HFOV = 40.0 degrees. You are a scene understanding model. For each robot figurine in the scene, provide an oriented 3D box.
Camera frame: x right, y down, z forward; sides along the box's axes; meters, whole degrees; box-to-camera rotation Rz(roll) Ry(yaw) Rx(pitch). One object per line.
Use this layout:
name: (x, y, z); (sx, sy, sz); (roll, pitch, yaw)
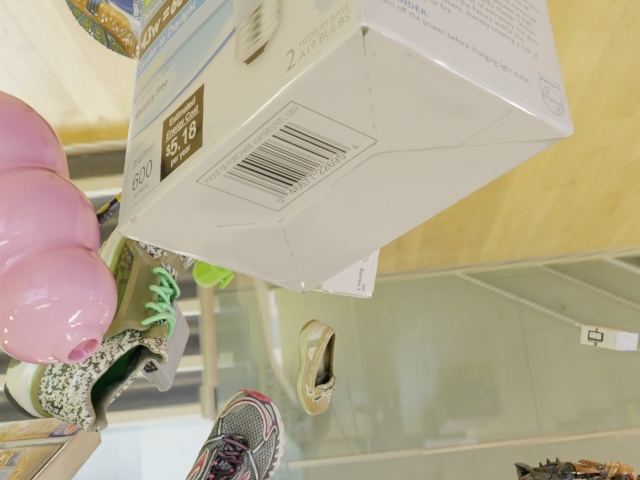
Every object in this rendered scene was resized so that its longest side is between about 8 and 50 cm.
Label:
robot figurine: (-0.242, 0.064, 1.974); (0.101, 0.067, 0.115); (43, 135, -15)

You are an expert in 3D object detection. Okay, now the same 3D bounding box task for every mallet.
mallet: (-0.223, -0.046, 1.013); (0.062, 0.190, 0.039); (35, 170, 41)

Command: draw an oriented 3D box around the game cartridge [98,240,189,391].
game cartridge: (-0.375, 0.145, 1.838); (0.062, 0.198, 0.297); (-16, 122, 22)

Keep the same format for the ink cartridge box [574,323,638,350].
ink cartridge box: (0.423, 0.145, 1.311); (0.048, 0.028, 0.083); (8, 179, -34)

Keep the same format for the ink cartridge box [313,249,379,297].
ink cartridge box: (0.000, 0.000, 1.778); (0.117, 0.201, 0.278); (9, 178, -29)

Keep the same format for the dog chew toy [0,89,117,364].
dog chew toy: (-0.329, -0.008, 0.916); (0.206, 0.332, 0.206); (-32, 155, -17)

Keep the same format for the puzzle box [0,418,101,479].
puzzle box: (-0.490, 0.339, 1.185); (0.272, 0.052, 0.409); (-6, -171, 5)

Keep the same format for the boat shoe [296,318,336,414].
boat shoe: (0.001, 0.188, 1.259); (0.048, 0.153, 0.056); (18, -153, 37)

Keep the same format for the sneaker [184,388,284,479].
sneaker: (-0.147, 0.370, 1.324); (0.121, 0.299, 0.112); (22, 177, 13)

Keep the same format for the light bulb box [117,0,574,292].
light bulb box: (0.003, -0.196, 0.826); (0.225, 0.361, 0.358); (21, 143, -34)

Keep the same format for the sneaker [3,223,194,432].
sneaker: (-0.260, 0.115, 1.285); (0.182, 0.410, 0.158); (25, 161, 31)

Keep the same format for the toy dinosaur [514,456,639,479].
toy dinosaur: (0.422, 0.404, 1.340); (0.218, 0.164, 0.322); (-13, 160, 10)

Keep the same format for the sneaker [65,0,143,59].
sneaker: (-0.287, -0.374, 1.499); (0.296, 0.131, 0.112); (31, 157, -11)
